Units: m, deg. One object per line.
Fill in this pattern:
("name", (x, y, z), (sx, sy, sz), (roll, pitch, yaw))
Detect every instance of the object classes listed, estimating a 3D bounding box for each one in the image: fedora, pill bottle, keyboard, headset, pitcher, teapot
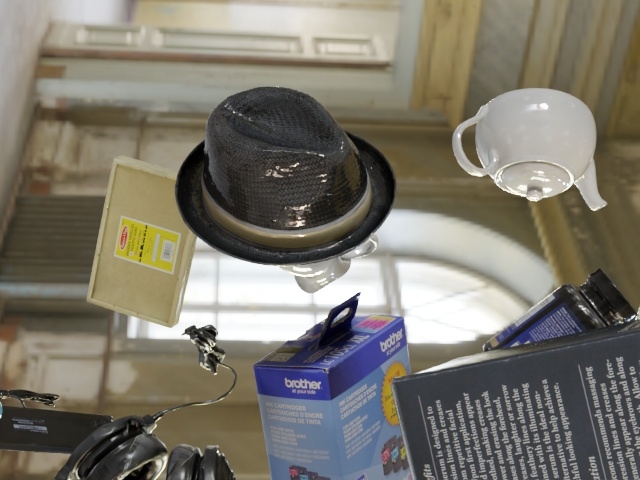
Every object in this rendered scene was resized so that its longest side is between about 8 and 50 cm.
("fedora", (-0.057, -0.116, 1.592), (0.153, 0.334, 0.334), (82, 3, -47))
("pill bottle", (0.368, 0.144, 1.685), (0.123, 0.219, 0.123), (50, 9, -11))
("keyboard", (-0.508, 0.311, 1.901), (0.201, 0.317, 0.033), (50, -56, 57))
("headset", (-0.224, 0.309, 1.497), (0.185, 0.243, 0.394), (89, 24, -60))
("pitcher", (0.000, 0.000, 1.952), (0.207, 0.177, 0.125), (52, 15, -58))
("teapot", (0.414, -0.166, 2.155), (0.252, 0.256, 0.187), (49, 43, -55))

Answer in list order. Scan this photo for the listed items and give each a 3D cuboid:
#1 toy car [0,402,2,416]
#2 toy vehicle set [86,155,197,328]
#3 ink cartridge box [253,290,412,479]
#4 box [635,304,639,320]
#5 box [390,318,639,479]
("toy car", (-0.531, 0.238, 1.551), (0.136, 0.182, 0.159), (46, -48, 34))
("toy vehicle set", (-0.299, 0.003, 1.900), (0.035, 0.166, 0.267), (-39, 145, -70))
("ink cartridge box", (0.034, 0.286, 1.814), (0.270, 0.151, 0.396), (-27, 112, -55))
("box", (0.581, 0.132, 1.782), (0.094, 0.137, 0.027), (65, 45, -66))
("box", (0.328, 0.217, 1.328), (0.293, 0.395, 0.212), (1, 76, -68))
